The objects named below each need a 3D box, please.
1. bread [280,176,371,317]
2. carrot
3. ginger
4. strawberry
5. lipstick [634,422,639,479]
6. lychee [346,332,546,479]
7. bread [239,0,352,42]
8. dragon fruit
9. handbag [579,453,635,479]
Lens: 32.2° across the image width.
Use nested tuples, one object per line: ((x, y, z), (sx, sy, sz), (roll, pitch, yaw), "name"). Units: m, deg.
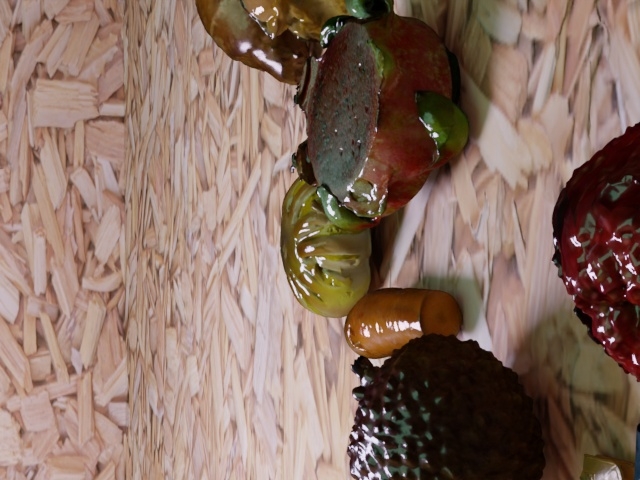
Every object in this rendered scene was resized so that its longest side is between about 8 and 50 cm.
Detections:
((0.000, 0.000, 1.483), (0.213, 0.105, 0.213), (171, 90, -79), "bread")
((0.092, 0.093, 1.310), (0.193, 0.087, 0.087), (150, 119, -63), "carrot")
((-0.079, -0.413, 1.678), (0.274, 0.153, 0.357), (4, 95, 49), "ginger")
((0.263, 0.012, 0.688), (0.274, 0.221, 0.274), (-177, 90, -72), "strawberry")
((0.269, 0.264, 0.895), (0.053, 0.054, 0.234), (-148, 60, -65), "lipstick")
((0.116, 0.193, 1.097), (0.238, 0.200, 0.200), (38, 128, 35), "lychee")
((-0.008, -0.395, 1.464), (0.133, 0.174, 0.251), (159, 114, -64), "bread")
((0.066, -0.157, 1.310), (0.268, 0.130, 0.295), (-121, 37, -53), "dragon fruit")
((0.253, 0.232, 0.971), (0.061, 0.027, 0.083), (173, 99, -68), "handbag")
